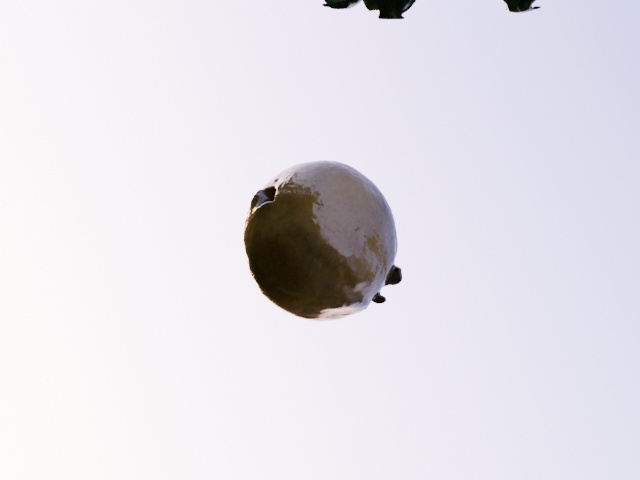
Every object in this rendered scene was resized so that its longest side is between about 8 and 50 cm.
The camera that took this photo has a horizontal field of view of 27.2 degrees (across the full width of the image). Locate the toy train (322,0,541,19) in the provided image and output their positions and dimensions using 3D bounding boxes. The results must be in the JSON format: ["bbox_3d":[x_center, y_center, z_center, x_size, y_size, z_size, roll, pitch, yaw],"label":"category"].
[{"bbox_3d":[0.116,-0.328,1.331,0.301,0.120,0.202,4,-91,40],"label":"toy train"}]

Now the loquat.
[{"bbox_3d":[0.000,0.000,1.863,0.193,0.238,0.238,-23,-82,48],"label":"loquat"}]
